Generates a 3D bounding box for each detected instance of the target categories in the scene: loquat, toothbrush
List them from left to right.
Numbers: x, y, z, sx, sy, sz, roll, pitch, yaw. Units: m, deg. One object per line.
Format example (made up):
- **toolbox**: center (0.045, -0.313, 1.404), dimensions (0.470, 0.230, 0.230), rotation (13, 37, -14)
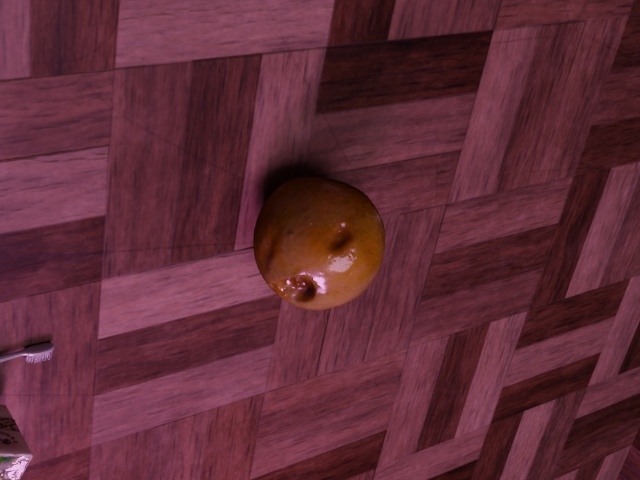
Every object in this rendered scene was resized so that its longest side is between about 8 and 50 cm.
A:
- **toothbrush**: center (-0.501, 0.181, 1.430), dimensions (0.276, 0.019, 0.025), rotation (-11, 136, -34)
- **loquat**: center (0.003, 0.004, 1.579), dimensions (0.213, 0.213, 0.213), rotation (-22, 134, -25)

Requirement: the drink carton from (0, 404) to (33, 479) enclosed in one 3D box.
- **drink carton**: center (-0.572, 0.380, 1.439), dimensions (0.194, 0.132, 0.324), rotation (17, 111, -48)
